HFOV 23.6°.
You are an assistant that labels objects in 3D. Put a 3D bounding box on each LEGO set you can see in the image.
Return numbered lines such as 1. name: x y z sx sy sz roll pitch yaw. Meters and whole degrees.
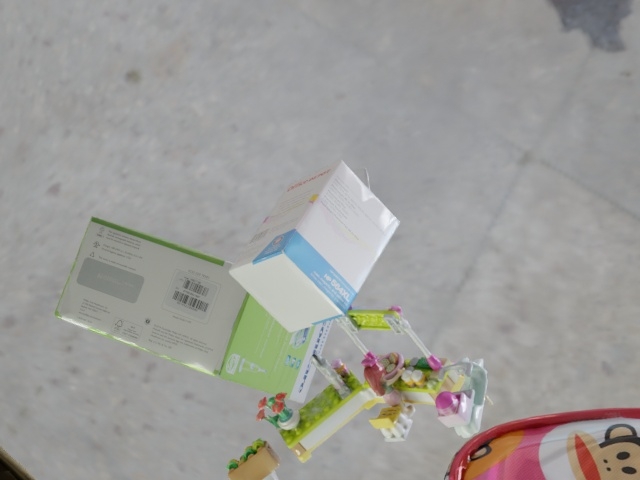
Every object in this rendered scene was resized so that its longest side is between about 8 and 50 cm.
1. LEGO set: 0.018 0.138 1.434 0.107 0.287 0.132 52 34 -31

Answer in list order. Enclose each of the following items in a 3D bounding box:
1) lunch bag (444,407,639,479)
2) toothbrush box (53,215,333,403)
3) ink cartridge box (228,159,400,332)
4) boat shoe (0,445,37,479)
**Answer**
1. lunch bag: 0.152 0.198 0.593 0.258 0.293 0.120 0 132 -13
2. toothbrush box: -0.131 0.082 1.711 0.206 0.283 0.122 18 84 21
3. ink cartridge box: 0.000 0.000 1.459 0.090 0.092 0.143 46 55 -17
4. boat shoe: -0.308 0.307 1.607 0.302 0.098 0.109 42 43 20
